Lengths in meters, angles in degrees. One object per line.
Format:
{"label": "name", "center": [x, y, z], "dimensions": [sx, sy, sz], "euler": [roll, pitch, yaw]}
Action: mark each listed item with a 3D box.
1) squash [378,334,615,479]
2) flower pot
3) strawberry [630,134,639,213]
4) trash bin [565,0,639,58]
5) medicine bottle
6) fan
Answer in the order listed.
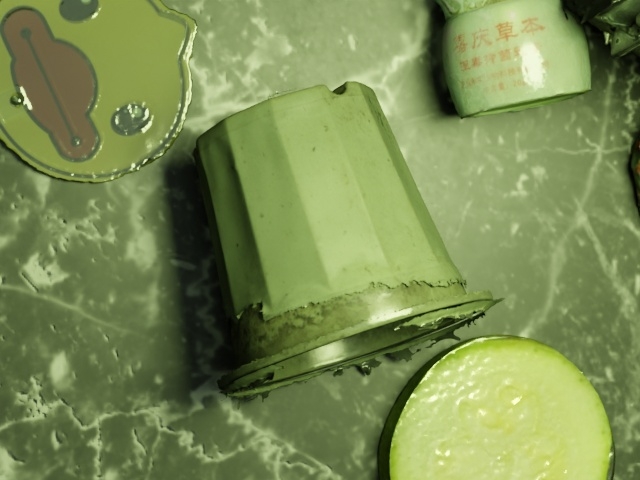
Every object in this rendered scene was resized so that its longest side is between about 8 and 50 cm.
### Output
{"label": "squash", "center": [0.188, 0.225, 1.688], "dimensions": [0.252, 0.049, 0.252], "euler": [0, 88, -14]}
{"label": "flower pot", "center": [0.000, 0.000, 1.559], "dimensions": [0.290, 0.290, 0.259], "euler": [-18, 80, -11]}
{"label": "strawberry", "center": [0.453, -0.086, 1.710], "dimensions": [0.236, 0.111, 0.190], "euler": [-10, 89, -12]}
{"label": "trash bin", "center": [0.415, -0.225, 1.566], "dimensions": [0.301, 0.203, 0.252], "euler": [31, 59, -15]}
{"label": "medicine bottle", "center": [0.194, -0.205, 1.638], "dimensions": [0.147, 0.147, 0.143], "euler": [-12, 91, -12]}
{"label": "fan", "center": [-0.276, -0.153, 1.609], "dimensions": [0.335, 0.011, 0.230], "euler": [-25, 95, -13]}
